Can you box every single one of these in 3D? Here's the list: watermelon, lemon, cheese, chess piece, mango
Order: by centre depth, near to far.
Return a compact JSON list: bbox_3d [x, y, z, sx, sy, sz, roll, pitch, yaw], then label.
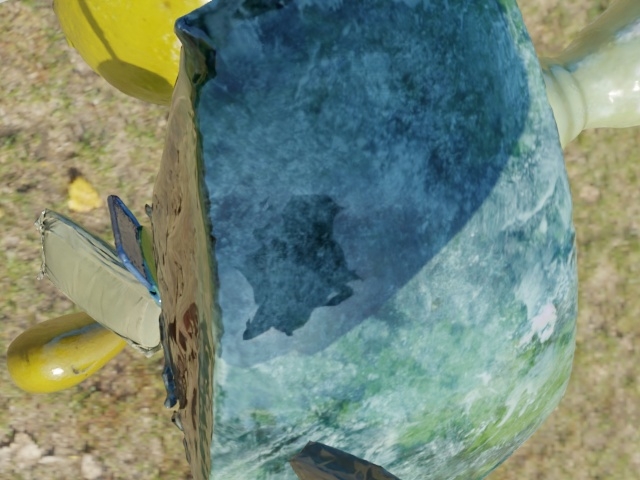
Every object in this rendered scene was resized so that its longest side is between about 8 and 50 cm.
[{"bbox_3d":[0.000,0.000,0.644,0.228,0.258,0.387,-17,121,-18],"label":"watermelon"},{"bbox_3d":[-0.120,0.077,1.112,0.320,0.083,0.204,58,9,-45],"label":"cheese"},{"bbox_3d":[-0.144,-0.358,1.346,0.364,0.364,0.364,7,79,-41],"label":"lemon"},{"bbox_3d":[0.369,-0.214,1.563,0.442,0.234,0.234,-25,102,-12],"label":"chess piece"},{"bbox_3d":[-0.363,0.158,1.639,0.195,0.137,0.098,-19,100,-21],"label":"mango"}]

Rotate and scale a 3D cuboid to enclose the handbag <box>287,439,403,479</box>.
[{"bbox_3d":[0.090,0.138,0.328,0.057,0.221,0.144,-49,137,-34],"label":"handbag"}]

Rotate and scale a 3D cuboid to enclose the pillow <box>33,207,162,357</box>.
[{"bbox_3d":[-0.254,0.051,1.319,0.208,0.119,0.053,33,41,15],"label":"pillow"}]

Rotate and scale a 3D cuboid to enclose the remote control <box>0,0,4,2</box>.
[{"bbox_3d":[-0.059,-0.151,0.369,0.277,0.103,0.055,-23,65,-16],"label":"remote control"}]
